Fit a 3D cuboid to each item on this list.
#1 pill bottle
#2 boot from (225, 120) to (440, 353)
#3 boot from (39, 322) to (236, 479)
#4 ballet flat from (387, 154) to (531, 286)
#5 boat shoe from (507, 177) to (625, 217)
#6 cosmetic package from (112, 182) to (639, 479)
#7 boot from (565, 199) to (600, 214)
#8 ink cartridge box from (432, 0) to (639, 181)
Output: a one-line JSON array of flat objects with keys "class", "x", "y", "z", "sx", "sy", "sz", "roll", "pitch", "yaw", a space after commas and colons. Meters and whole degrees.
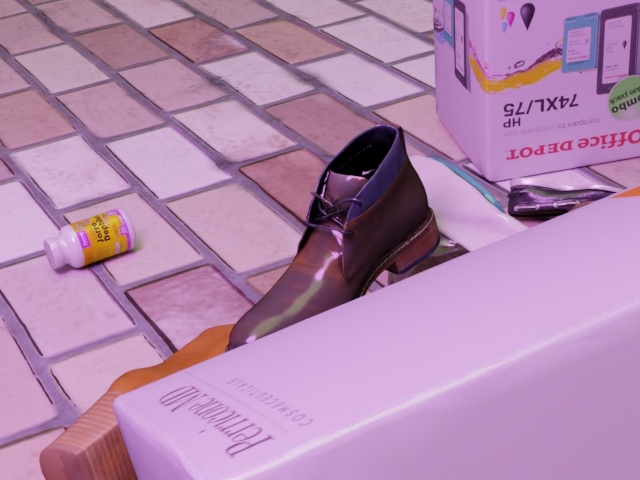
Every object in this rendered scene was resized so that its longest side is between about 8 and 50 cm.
[{"class": "pill bottle", "x": -0.226, "y": 0.000, "z": 1.190, "sx": 0.083, "sy": 0.043, "sz": 0.043, "roll": -21, "pitch": 32, "yaw": -26}, {"class": "boot", "x": 0.000, "y": 0.000, "z": 0.898, "sx": 0.082, "sy": 0.106, "sz": 0.219, "roll": 14, "pitch": 39, "yaw": 40}, {"class": "boot", "x": -0.031, "y": 0.132, "z": 0.847, "sx": 0.295, "sy": 0.104, "sz": 0.211, "roll": 11, "pitch": 33, "yaw": 36}, {"class": "ballet flat", "x": 0.133, "y": 0.040, "z": 0.983, "sx": 0.139, "sy": 0.139, "sz": 0.400, "roll": -19, "pitch": 32, "yaw": -23}, {"class": "boat shoe", "x": 0.243, "y": -0.035, "z": 1.175, "sx": 0.125, "sy": 0.038, "sz": 0.046, "roll": 7, "pitch": -12, "yaw": 12}, {"class": "cosmetic package", "x": 0.149, "y": 0.080, "z": 0.608, "sx": 0.453, "sy": 0.161, "sz": 0.230, "roll": -22, "pitch": 8, "yaw": -17}, {"class": "boot", "x": 0.372, "y": -0.020, "z": 1.082, "sx": 0.236, "sy": 0.089, "sz": 0.269, "roll": 24, "pitch": 39, "yaw": 26}, {"class": "ink cartridge box", "x": 0.239, "y": -0.235, "z": 1.301, "sx": 0.198, "sy": 0.270, "sz": 0.197, "roll": -10, "pitch": 30, "yaw": -8}]
